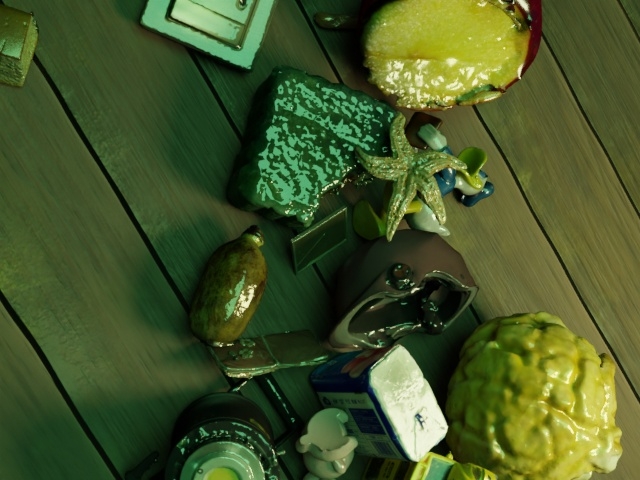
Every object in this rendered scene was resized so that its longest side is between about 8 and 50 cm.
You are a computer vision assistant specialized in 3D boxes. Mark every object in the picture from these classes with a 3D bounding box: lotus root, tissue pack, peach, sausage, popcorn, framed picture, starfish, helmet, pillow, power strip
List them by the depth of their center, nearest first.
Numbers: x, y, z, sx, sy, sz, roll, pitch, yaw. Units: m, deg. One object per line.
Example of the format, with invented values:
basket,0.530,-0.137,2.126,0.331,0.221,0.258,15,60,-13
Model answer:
lotus root,-0.174,0.090,1.619,0.128,0.145,0.260,25,74,-21
tissue pack,0.116,0.324,1.641,0.137,0.269,0.209,-28,92,-28
starfish,0.183,-0.133,1.643,0.235,0.062,0.277,9,71,-11
pillow,-0.106,0.226,1.647,0.232,0.126,0.043,-5,117,-25
power strip,-0.222,-0.510,1.707,0.256,0.092,0.251,21,84,-20
helmet,0.153,0.089,1.708,0.338,0.271,0.197,-10,60,-14
popcorn,0.441,0.358,1.729,0.354,0.344,0.390,-33,102,-28
framed picture,0.000,0.000,1.733,0.149,0.109,0.011,-33,54,-23
peach,0.267,-0.468,1.772,0.416,0.339,0.353,-22,52,-39
sausage,0.061,-0.498,1.852,0.157,0.042,0.036,-4,129,-21

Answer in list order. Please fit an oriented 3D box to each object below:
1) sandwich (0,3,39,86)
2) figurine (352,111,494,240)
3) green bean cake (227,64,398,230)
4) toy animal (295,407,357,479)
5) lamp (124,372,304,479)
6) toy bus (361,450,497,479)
sandwich,-0.649,-0.389,1.503,0.235,0.122,0.128,15,74,-18
figurine,0.252,-0.141,1.842,0.338,0.204,0.284,2,75,-34
green bean cake,-0.017,-0.173,1.708,0.300,0.169,0.308,19,77,-17
toy animal,0.012,0.430,1.641,0.124,0.213,0.124,2,46,-2
lamp,-0.171,0.401,1.511,0.374,0.272,0.205,-35,98,-23
toy bus,0.208,0.489,1.625,0.152,0.330,0.144,31,73,-13
